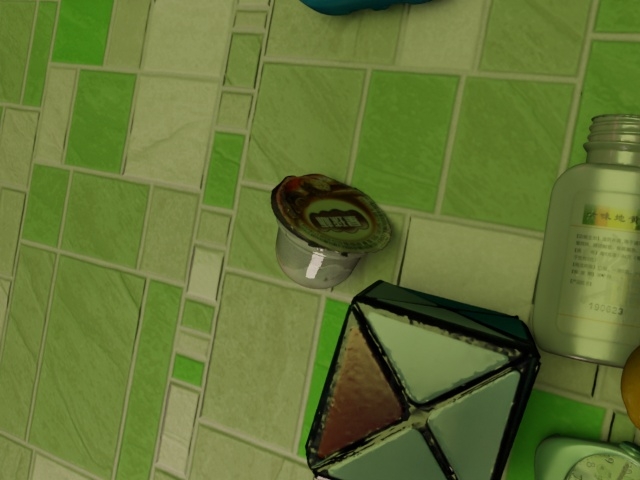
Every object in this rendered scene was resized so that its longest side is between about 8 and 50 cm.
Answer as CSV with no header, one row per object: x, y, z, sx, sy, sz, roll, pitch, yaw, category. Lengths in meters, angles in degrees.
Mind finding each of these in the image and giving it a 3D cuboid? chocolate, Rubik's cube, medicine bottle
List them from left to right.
-0.007,-0.002,1.207,0.221,0.221,0.147,48,129,23,chocolate
0.141,0.207,1.019,0.248,0.246,0.250,17,96,10,Rubik's cube
0.394,0.000,0.993,0.179,0.124,0.325,8,93,24,medicine bottle

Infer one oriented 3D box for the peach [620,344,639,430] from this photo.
0.434,0.183,0.850,0.179,0.103,0.179,35,135,44,peach

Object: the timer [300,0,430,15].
0.096,-0.529,1.202,0.339,0.115,0.309,1,86,30,timer

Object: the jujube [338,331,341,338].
0.066,0.195,1.200,0.077,0.077,0.129,-1,97,30,jujube

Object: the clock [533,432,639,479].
0.399,0.347,0.998,0.210,0.066,0.160,-3,86,29,clock
